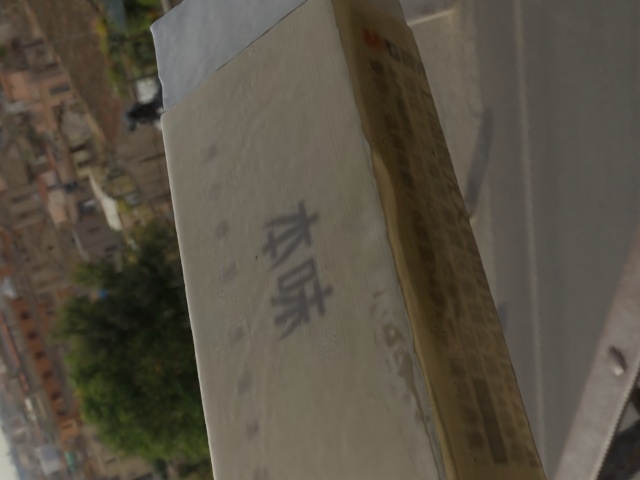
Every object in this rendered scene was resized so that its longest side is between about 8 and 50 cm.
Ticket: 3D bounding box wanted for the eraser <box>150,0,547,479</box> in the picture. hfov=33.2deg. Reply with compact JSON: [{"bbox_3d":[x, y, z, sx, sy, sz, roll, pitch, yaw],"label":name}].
[{"bbox_3d":[0.000,0.000,0.544,0.144,0.078,0.343,-32,58,34],"label":"eraser"}]
